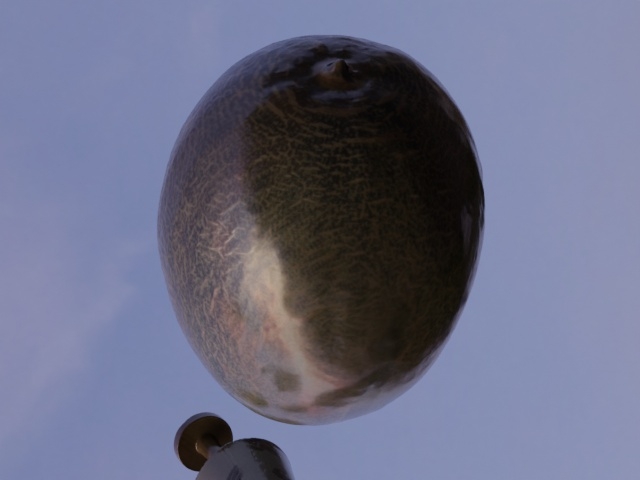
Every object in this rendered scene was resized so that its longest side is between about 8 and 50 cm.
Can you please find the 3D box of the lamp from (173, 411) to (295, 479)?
[{"bbox_3d":[-0.094,0.270,1.484,0.121,0.215,0.121,-8,-71,-25],"label":"lamp"}]

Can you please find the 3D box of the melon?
[{"bbox_3d":[0.000,0.000,1.010,0.248,0.249,0.329,-50,-27,-45],"label":"melon"}]
